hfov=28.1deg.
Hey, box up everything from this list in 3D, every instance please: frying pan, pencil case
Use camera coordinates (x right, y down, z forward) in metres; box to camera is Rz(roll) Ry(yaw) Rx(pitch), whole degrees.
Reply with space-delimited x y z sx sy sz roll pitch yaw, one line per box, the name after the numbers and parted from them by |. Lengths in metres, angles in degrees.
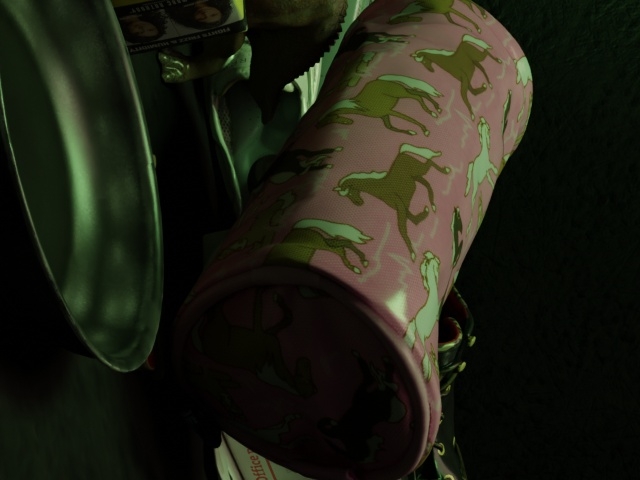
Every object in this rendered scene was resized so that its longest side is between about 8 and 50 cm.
-0.108 -0.017 0.465 0.326 0.053 0.197 -82 161 -67 | frying pan
0.038 -0.020 0.822 0.160 0.167 0.386 37 39 -10 | pencil case

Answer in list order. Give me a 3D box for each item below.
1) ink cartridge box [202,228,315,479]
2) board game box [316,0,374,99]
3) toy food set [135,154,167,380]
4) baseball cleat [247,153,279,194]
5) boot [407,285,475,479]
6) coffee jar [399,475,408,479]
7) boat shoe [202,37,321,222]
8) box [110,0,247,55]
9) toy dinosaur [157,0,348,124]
-0.035 0.097 0.887 0.115 0.067 0.198 72 9 -48 | ink cartridge box
0.007 -0.192 1.342 0.303 0.097 0.224 36 66 -83 | board game box
-0.098 0.015 0.670 0.078 0.019 0.122 -17 105 -87 | toy food set
0.000 0.000 0.999 0.206 0.109 0.072 28 50 -39 | baseball cleat
0.125 0.228 1.581 0.377 0.138 0.284 -100 -170 -54 | boot
0.051 0.211 1.471 0.096 0.079 0.184 55 25 -78 | coffee jar
-0.048 -0.133 1.045 0.096 0.098 0.277 18 64 -82 | boat shoe
-0.102 -0.173 0.658 0.232 0.087 0.058 65 15 -72 | box
-0.027 -0.217 0.899 0.127 0.200 0.296 -87 165 -68 | toy dinosaur
